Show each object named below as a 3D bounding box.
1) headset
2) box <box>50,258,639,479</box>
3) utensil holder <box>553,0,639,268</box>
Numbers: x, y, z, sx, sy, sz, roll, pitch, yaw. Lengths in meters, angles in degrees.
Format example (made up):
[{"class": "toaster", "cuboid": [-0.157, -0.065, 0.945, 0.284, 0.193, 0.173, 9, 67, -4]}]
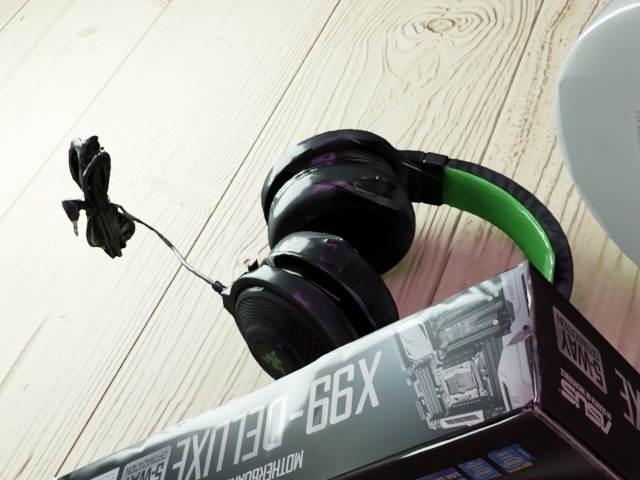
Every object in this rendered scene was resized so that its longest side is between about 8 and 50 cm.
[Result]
[{"class": "headset", "cuboid": [0.000, 0.000, 0.799, 0.394, 0.185, 0.243, 5, 47, 10]}, {"class": "box", "cuboid": [0.040, 0.160, 0.498, 0.307, 0.242, 0.076, -28, 36, 31]}, {"class": "utensil holder", "cuboid": [0.400, -0.149, 0.706, 0.327, 0.327, 0.385, 26, 62, 38]}]
